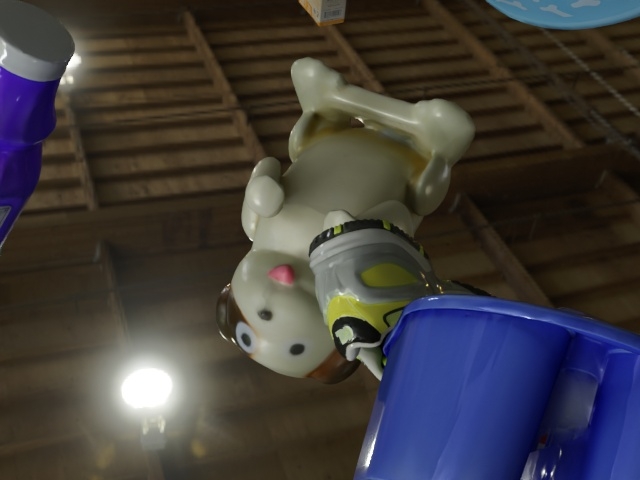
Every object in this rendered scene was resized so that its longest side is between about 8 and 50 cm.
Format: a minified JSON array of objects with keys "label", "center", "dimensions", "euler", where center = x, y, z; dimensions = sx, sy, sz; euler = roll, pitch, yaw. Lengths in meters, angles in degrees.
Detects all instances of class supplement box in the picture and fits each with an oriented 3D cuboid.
[{"label":"supplement box","center":[0.004,-0.312,0.993],"dimensions":[0.036,0.098,0.062],"euler":[-15,-132,-21]}]

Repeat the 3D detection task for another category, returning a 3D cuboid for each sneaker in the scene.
[{"label":"sneaker","center":[0.124,0.123,0.971],"dimensions":[0.384,0.145,0.147],"euler":[30,-134,-36]}]

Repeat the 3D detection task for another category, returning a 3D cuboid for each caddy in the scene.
[{"label":"caddy","center":[0.160,0.139,0.657],"dimensions":[0.241,0.341,0.179],"euler":[19,-108,3]}]

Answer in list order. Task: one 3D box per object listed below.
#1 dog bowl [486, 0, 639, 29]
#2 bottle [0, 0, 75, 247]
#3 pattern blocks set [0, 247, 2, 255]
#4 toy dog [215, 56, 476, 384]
[{"label":"dog bowl","center":[0.106,-0.252,0.387],"dimensions":[0.165,0.298,0.074],"euler":[-8,176,36]},{"label":"bottle","center":[-0.288,-0.065,0.688],"dimensions":[0.092,0.283,0.118],"euler":[-14,-117,-52]},{"label":"pattern blocks set","center":[-0.593,0.023,1.103],"dimensions":[0.324,0.286,0.026],"euler":[21,-159,-22]},{"label":"toy dog","center":[0.000,0.000,1.250],"dimensions":[0.284,0.395,0.408],"euler":[25,-111,7]}]
